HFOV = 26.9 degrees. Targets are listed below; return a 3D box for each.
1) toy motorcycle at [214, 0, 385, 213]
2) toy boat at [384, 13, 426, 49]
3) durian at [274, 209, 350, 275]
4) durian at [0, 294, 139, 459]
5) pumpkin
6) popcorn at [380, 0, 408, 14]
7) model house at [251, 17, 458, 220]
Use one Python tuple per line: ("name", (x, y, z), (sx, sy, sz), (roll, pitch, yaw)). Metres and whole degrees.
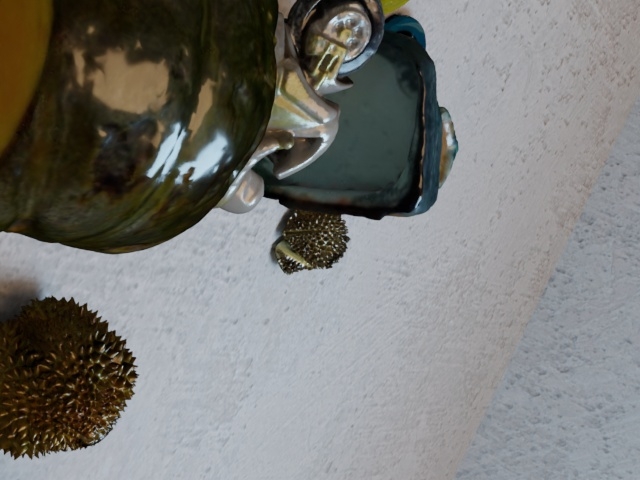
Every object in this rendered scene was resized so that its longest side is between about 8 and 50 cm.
("toy motorcycle", (-0.103, -0.118, 1.180), (0.340, 0.108, 0.223), (-9, 125, -24))
("toy boat", (0.068, -0.179, 1.639), (0.299, 0.092, 0.134), (-37, 143, -46))
("durian", (0.000, 0.003, 1.717), (0.110, 0.071, 0.140), (-63, 163, 2))
("durian", (-0.247, 0.125, 1.210), (0.158, 0.168, 0.137), (-37, 137, -20))
("pumpkin", (-0.174, -0.152, 0.911), (0.256, 0.303, 0.225), (-44, 158, 22))
("popcorn", (0.037, -0.335, 1.319), (0.226, 0.203, 0.200), (23, 138, -33))
("model house", (0.034, -0.136, 1.399), (0.291, 0.253, 0.184), (-19, 114, -65))
